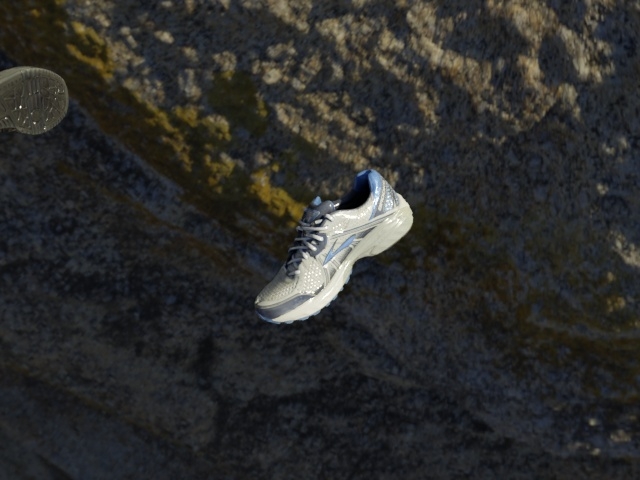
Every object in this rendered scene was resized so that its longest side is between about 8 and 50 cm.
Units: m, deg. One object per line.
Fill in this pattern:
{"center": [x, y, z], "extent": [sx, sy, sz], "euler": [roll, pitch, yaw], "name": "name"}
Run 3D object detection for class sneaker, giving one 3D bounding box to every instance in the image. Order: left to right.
{"center": [-0.265, -0.092, 0.552], "extent": [0.089, 0.170, 0.051], "euler": [10, 115, 20], "name": "sneaker"}
{"center": [0.000, 0.000, 0.548], "extent": [0.052, 0.135, 0.058], "euler": [25, 153, 54], "name": "sneaker"}
